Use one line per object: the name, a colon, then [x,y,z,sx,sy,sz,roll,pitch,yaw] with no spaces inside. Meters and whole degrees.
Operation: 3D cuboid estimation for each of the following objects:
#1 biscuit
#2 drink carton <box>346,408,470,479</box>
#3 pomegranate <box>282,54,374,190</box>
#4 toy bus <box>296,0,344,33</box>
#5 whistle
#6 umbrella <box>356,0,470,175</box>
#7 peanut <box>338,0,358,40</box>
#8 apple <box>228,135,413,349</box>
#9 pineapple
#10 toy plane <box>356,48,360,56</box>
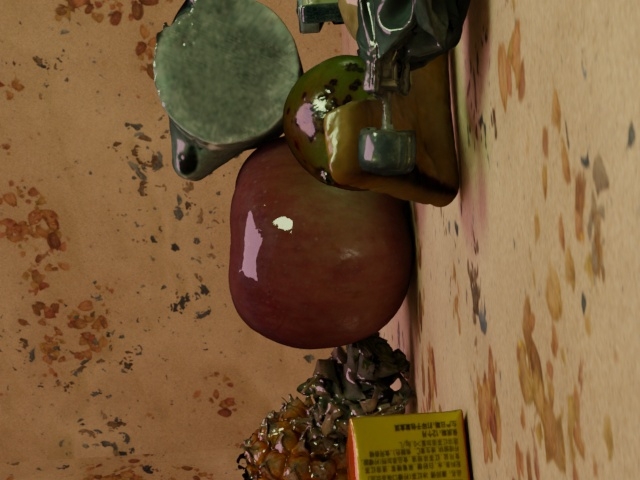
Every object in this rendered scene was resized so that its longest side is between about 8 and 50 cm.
biscuit: [0.060,-0.123,1.006,0.174,0.039,0.183,13,-109,-50]
drink carton: [0.091,0.344,1.097,0.154,0.111,0.351,87,178,-69]
pomegranate: [0.047,-0.146,1.354,0.159,0.159,0.205,88,-157,-56]
toy bus: [0.032,-0.341,1.485,0.276,0.133,0.165,-103,9,-77]
whistle: [-0.125,-0.286,1.583,0.168,0.188,0.405,-14,-82,-88]
umbrella: [0.067,-0.222,0.895,0.143,0.094,0.349,0,-88,-68]
peanut: [0.057,-0.286,1.114,0.117,0.101,0.263,-70,-17,-47]
apple: [0.000,0.000,1.583,0.306,0.235,0.306,0,-90,-90]
pineapple: [0.043,0.247,1.690,0.262,0.262,0.272,-95,24,-53]
toy plane: [0.059,-0.330,1.691,0.053,0.078,0.197,92,160,-57]
